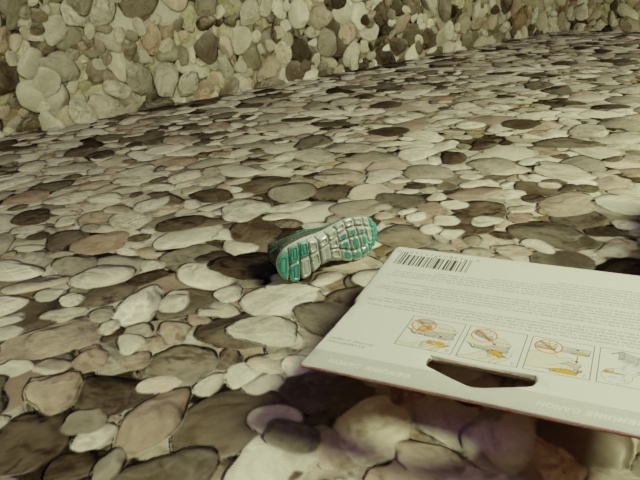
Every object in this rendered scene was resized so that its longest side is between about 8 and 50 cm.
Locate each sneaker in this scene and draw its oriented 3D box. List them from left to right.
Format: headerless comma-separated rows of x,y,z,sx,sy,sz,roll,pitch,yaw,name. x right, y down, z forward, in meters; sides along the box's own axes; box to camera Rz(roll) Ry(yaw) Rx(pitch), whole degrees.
0.000,0.000,0.854,0.167,0.064,0.076,-17,22,-28,sneaker

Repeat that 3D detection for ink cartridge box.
0.169,0.098,0.589,0.297,0.066,0.261,7,26,26,ink cartridge box
